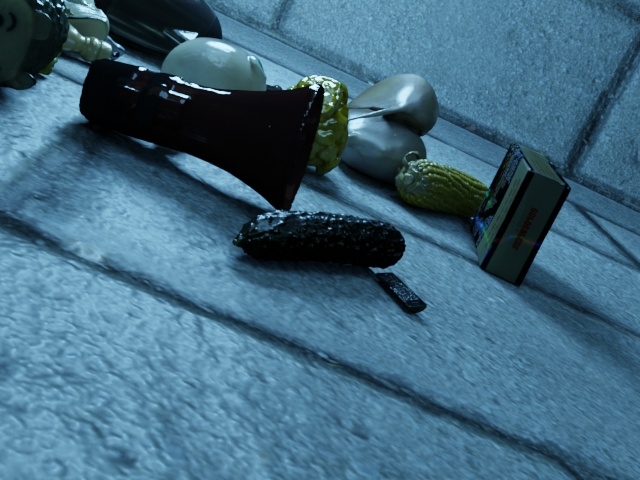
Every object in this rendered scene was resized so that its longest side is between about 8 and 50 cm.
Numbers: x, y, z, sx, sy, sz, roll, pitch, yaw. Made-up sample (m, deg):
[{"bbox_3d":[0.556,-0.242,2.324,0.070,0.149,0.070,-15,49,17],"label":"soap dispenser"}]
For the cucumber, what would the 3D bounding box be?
[{"bbox_3d":[0.001,-0.002,1.136,0.072,0.072,0.300,38,20,35],"label":"cucumber"}]

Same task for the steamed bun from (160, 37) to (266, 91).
[{"bbox_3d":[-0.200,-0.329,1.742,0.228,0.131,0.177,4,26,-49],"label":"steamed bun"}]

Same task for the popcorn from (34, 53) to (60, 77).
[{"bbox_3d":[-0.435,-0.295,1.344,0.097,0.109,0.089,-37,101,-39],"label":"popcorn"}]

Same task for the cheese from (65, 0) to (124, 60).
[{"bbox_3d":[-0.429,-0.393,1.657,0.171,0.092,0.048,11,49,-45],"label":"cheese"}]

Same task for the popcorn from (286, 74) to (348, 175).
[{"bbox_3d":[-0.013,-0.214,1.611,0.163,0.140,0.194,37,51,12],"label":"popcorn"}]

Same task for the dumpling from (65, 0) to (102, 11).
[{"bbox_3d":[-0.542,-0.501,1.747,0.250,0.132,0.162,31,13,18],"label":"dumpling"}]

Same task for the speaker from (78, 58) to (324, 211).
[{"bbox_3d":[-0.156,-0.188,1.303,0.329,0.198,0.259,20,28,10],"label":"speaker"}]

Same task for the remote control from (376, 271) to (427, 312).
[{"bbox_3d":[0.105,0.069,1.175,0.034,0.016,0.091,-2,28,-28],"label":"remote control"}]

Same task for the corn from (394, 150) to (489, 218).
[{"bbox_3d":[0.253,-0.103,1.799,0.106,0.106,0.293,38,16,36],"label":"corn"}]

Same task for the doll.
[{"bbox_3d":[-0.509,-0.344,1.174,0.349,0.247,0.247,32,14,-16],"label":"doll"}]

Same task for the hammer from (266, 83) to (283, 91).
[{"bbox_3d":[-0.297,-0.433,2.076,0.439,0.044,0.168,28,15,6],"label":"hammer"}]

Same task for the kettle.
[{"bbox_3d":[-0.345,-0.491,1.950,0.271,0.207,0.251,30,-8,-10],"label":"kettle"}]

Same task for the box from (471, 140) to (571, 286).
[{"bbox_3d":[0.364,-0.059,1.646,0.084,0.198,0.310,24,17,0],"label":"box"}]

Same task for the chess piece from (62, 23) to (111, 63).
[{"bbox_3d":[-0.440,-0.356,1.584,0.122,0.066,0.066,19,17,-37],"label":"chess piece"}]

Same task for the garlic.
[{"bbox_3d":[0.131,-0.252,1.838,0.245,0.231,0.340,31,11,7],"label":"garlic"}]
